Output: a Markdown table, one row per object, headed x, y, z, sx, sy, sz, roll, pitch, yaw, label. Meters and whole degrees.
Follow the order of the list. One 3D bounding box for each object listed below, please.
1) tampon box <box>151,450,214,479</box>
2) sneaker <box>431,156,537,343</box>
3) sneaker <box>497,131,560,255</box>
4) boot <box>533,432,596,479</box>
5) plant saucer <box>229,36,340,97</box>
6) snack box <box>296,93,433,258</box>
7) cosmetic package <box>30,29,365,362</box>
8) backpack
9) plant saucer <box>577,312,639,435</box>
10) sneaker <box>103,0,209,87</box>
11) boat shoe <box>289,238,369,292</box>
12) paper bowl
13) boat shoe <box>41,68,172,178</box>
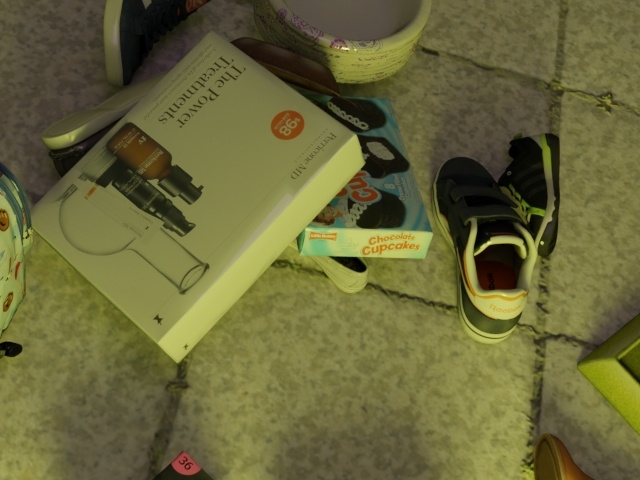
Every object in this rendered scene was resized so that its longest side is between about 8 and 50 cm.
| x | y | z | sx | sy | sz | roll | pitch | yaw | label |
| --- | --- | --- | --- | --- | --- | --- | --- | --- | --- |
| -0.183 | 0.359 | 1.274 | 0.120 | 0.101 | 0.161 | 41 | 58 | 12 | tampon box |
| 0.252 | -0.015 | 1.604 | 0.126 | 0.127 | 0.321 | -1 | 57 | -13 | sneaker |
| 0.331 | -0.074 | 1.702 | 0.097 | 0.084 | 0.235 | 1 | 53 | 11 | sneaker |
| 0.382 | 0.348 | 1.447 | 0.152 | 0.073 | 0.197 | -5 | 63 | -22 | boot |
| -0.057 | -0.266 | 1.614 | 0.198 | 0.198 | 0.036 | 19 | 93 | -1 | plant saucer |
| 0.041 | -0.103 | 1.598 | 0.187 | 0.060 | 0.322 | 1 | 43 | -13 | snack box |
| -0.170 | -0.068 | 1.450 | 0.284 | 0.097 | 0.377 | 38 | 79 | 21 | cosmetic package |
| -0.484 | -0.010 | 1.336 | 0.276 | 0.263 | 0.213 | 17 | 56 | -2 | backpack |
| 0.510 | 0.199 | 1.580 | 0.188 | 0.045 | 0.188 | -32 | 71 | -28 | plant saucer |
| -0.251 | -0.381 | 1.704 | 0.148 | 0.131 | 0.350 | 10 | 56 | -2 | sneaker |
| 0.000 | 0.000 | 1.568 | 0.066 | 0.063 | 0.184 | -32 | 71 | -28 | boat shoe |
| 0.031 | -0.378 | 1.762 | 0.284 | 0.148 | 0.284 | 7 | 57 | -10 | paper bowl |
| -0.272 | -0.178 | 1.598 | 0.305 | 0.091 | 0.109 | -33 | 29 | -33 | boat shoe |
